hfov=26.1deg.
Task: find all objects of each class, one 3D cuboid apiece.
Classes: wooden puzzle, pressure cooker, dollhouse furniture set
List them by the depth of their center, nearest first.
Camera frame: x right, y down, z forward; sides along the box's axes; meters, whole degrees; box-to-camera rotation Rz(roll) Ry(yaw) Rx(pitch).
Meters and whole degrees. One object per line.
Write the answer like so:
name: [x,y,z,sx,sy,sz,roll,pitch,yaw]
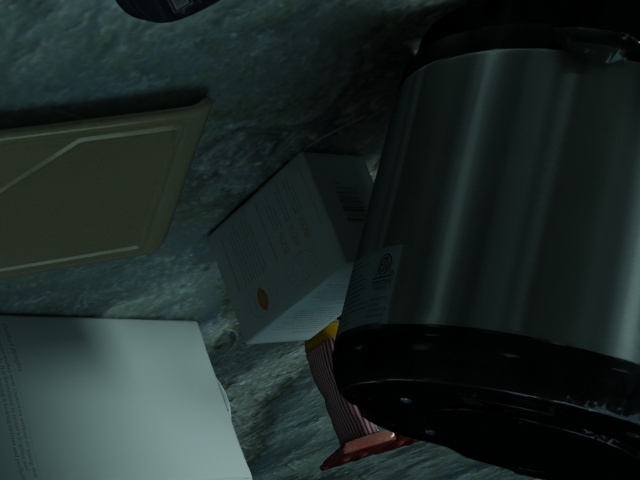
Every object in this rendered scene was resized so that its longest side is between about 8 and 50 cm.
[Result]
pressure cooker: [0.224,-0.023,1.188,0.370,0.420,0.375,3,160,29]
wooden puzzle: [-0.223,-0.042,1.205,0.239,0.044,0.221,-15,153,-28]
dollhouse furniture set: [0.080,0.116,1.599,0.152,0.201,0.374,-14,162,-19]

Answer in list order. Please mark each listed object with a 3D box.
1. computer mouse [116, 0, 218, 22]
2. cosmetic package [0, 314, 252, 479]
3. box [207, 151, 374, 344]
computer mouse: [-0.022,-0.227,0.952,0.262,0.060,0.184,-35,153,2]
cosmetic package: [-0.281,0.206,1.505,0.156,0.217,0.385,-37,151,32]
box: [-0.016,0.010,1.398,0.091,0.130,0.170,0,150,-44]
